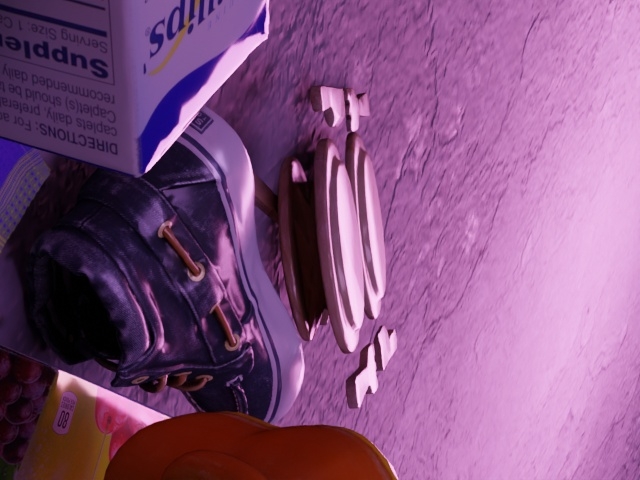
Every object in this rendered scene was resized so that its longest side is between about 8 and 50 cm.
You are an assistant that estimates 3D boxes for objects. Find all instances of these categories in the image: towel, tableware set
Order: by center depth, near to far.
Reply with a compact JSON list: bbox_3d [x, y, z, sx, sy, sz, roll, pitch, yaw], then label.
[{"bbox_3d":[-0.112,-0.019,0.628,0.083,0.009,0.060,71,40,-58],"label":"towel"},{"bbox_3d":[0.000,0.000,0.852,0.194,0.039,0.128,-29,113,-82],"label":"tableware set"}]

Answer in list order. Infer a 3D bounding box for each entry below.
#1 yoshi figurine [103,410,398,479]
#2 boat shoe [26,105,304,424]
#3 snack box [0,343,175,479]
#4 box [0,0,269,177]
[{"bbox_3d":[-0.130,0.173,0.483,0.362,0.203,0.203,-23,142,-48],"label":"yoshi figurine"},{"bbox_3d":[-0.061,0.032,0.741,0.083,0.065,0.183,-51,149,-28],"label":"boat shoe"},{"bbox_3d":[-0.115,0.144,0.666,0.207,0.070,0.174,-69,158,-7],"label":"snack box"},{"bbox_3d":[-0.083,-0.101,0.469,0.072,0.126,0.137,-53,153,-46],"label":"box"}]
